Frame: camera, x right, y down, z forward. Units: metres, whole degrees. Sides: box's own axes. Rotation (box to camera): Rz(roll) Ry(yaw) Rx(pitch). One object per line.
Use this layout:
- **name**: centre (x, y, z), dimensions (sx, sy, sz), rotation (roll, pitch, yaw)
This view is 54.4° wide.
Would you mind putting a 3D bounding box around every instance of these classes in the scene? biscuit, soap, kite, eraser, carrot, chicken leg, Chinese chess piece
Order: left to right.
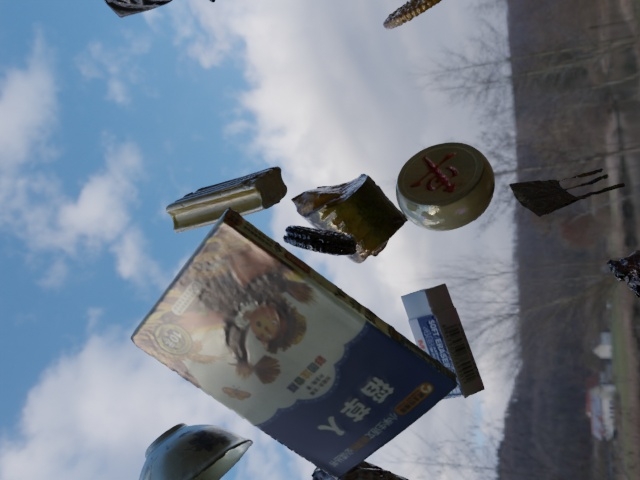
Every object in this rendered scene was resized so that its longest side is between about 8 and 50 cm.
- **soap**: centre (-0.240, -0.105, 1.602), dimensions (0.173, 0.274, 0.089), rotation (-47, -59, -61)
- **biscuit**: centre (0.000, 0.000, 1.559), dimensions (0.194, 0.194, 0.053), rotation (3, -80, -64)
- **carrot**: centre (0.103, -0.085, 1.965), dimensions (0.340, 0.241, 0.241), rotation (44, -142, -7)
- **biscuit**: centre (0.271, -0.629, 1.625), dimensions (0.035, 0.253, 0.254), rotation (55, -144, -18)
- **eraser**: centre (0.313, 0.260, 1.608), dimensions (0.086, 0.130, 0.287), rotation (-15, -97, -28)
- **Chinese chess piece**: centre (0.314, -0.140, 1.581), dimensions (0.097, 0.250, 0.251), rotation (58, -142, -44)
- **kite**: centre (0.656, -0.134, 1.656), dimensions (0.152, 0.285, 0.015), rotation (-113, 11, -47)
- **chicken leg**: centre (0.688, 0.062, 1.220), dimensions (0.063, 0.233, 0.105), rotation (-66, -33, -49)

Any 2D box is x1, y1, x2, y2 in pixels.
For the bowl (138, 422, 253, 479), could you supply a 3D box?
- **bowl**: centre (-0.323, 0.520, 1.460), dimensions (0.146, 0.313, 0.313), rotation (49, -160, 17)

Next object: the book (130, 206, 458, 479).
- **book**: centre (-0.048, 0.179, 0.959), dimensions (0.428, 0.300, 0.039), rotation (36, -152, -10)

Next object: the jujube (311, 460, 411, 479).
- **jujube**: centre (0.108, 0.572, 1.258), dimensions (0.317, 0.226, 0.226), rotation (40, -133, -23)

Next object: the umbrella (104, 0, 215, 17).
- **umbrella**: centre (-0.172, -0.388, 0.880), dimensions (0.118, 0.339, 0.118), rotation (4, -90, -70)
